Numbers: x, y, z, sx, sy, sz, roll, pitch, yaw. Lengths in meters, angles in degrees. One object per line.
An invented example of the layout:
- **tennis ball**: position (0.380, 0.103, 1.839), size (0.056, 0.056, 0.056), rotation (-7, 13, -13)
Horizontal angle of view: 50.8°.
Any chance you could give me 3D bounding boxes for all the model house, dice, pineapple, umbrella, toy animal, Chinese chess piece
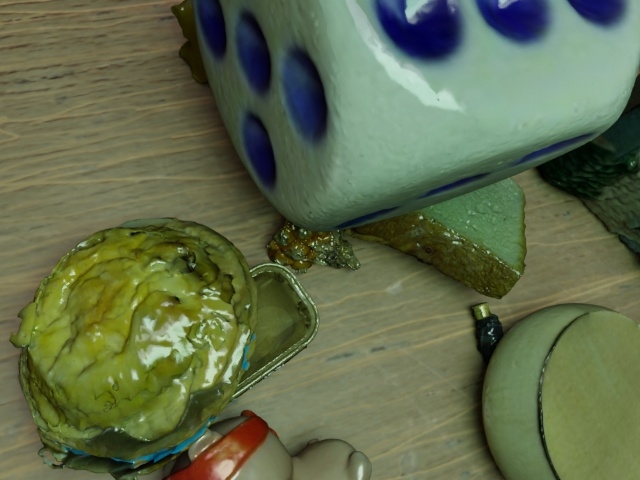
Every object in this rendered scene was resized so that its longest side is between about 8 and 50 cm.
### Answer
- **model house**: position (0.485, -0.101, 0.831), size (0.284, 0.298, 0.243), rotation (46, 71, 0)
- **dice**: position (0.061, -0.186, 0.592), size (0.277, 0.304, 0.304), rotation (-16, 85, -20)
- **pineapple**: position (0.000, 0.000, 0.816), size (0.114, 0.077, 0.114), rotation (39, 105, -14)
- **umbrella**: position (0.222, 0.147, 0.841), size (0.040, 0.037, 0.144), rotation (-15, 84, -4)
- **toy animal**: position (-0.063, 0.255, 0.682), size (0.197, 0.171, 0.171), rotation (16, 73, -13)
- **Chinese chess piece**: position (0.309, 0.199, 0.795), size (0.250, 0.103, 0.250), rotation (4, 81, -26)

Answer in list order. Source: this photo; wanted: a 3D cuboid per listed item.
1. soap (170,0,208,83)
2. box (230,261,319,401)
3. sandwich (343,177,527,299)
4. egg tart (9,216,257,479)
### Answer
- **soap**: position (0.007, -0.255, 0.828), size (0.259, 0.143, 0.281), rotation (40, 68, 9)
- **box**: position (-0.091, 0.103, 0.738), size (0.177, 0.111, 0.111), rotation (-34, 87, -19)
- **sandwich**: position (0.145, -0.040, 0.818), size (0.214, 0.065, 0.186), rotation (26, 46, -6)
- **egg tart**: position (-0.196, 0.084, 0.656), size (0.291, 0.107, 0.291), rotation (-10, 55, 15)
